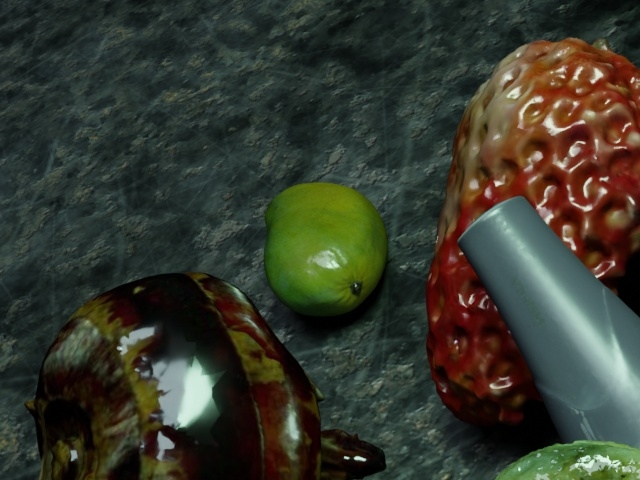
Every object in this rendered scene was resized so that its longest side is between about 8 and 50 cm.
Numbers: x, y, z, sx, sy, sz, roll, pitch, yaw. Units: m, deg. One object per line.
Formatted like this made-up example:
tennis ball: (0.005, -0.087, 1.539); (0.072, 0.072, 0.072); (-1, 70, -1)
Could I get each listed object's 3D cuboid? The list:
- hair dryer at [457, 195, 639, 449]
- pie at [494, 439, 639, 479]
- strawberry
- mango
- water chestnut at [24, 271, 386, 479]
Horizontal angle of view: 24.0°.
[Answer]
hair dryer: (0.118, 0.177, 1.119); (0.361, 0.121, 0.301); (-39, 76, 15)
pie: (0.202, 0.261, 0.972); (0.277, 0.078, 0.277); (-4, 78, 17)
strawberry: (0.163, -0.016, 1.253); (0.336, 0.149, 0.265); (-66, 12, -17)
mango: (0.003, 0.000, 1.474); (0.122, 0.085, 0.191); (-23, 38, 13)
water chestnut: (-0.089, 0.175, 1.200); (0.300, 0.300, 0.300); (-17, 38, 14)
